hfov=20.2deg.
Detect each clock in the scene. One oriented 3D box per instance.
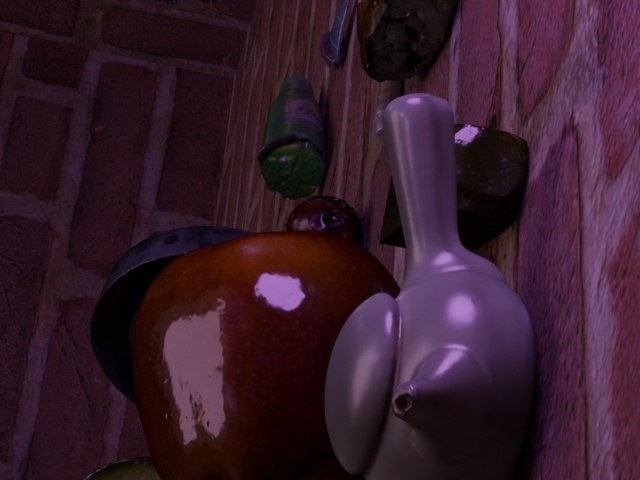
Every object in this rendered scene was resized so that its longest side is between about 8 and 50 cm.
[{"bbox_3d":[-0.125,0.115,2.243,0.066,0.318,0.319,-79,5,-47],"label":"clock"}]

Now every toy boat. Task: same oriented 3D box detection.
[{"bbox_3d":[0.030,-0.330,2.742,0.096,0.034,0.122,-99,22,-52],"label":"toy boat"}]

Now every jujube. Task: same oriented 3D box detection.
[{"bbox_3d":[-0.001,-0.004,2.290,0.166,0.104,0.104,124,156,-69],"label":"jujube"}]

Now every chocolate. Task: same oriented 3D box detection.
[{"bbox_3d":[-0.040,-0.176,2.806,0.291,0.110,0.110,-89,13,-61],"label":"chocolate"}]

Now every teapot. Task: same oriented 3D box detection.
[{"bbox_3d":[0.086,0.067,1.429,0.220,0.149,0.318,114,163,-53],"label":"teapot"}]

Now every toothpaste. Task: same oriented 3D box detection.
[{"bbox_3d":[0.086,-0.195,2.202,0.048,0.031,0.190,105,174,-47],"label":"toothpaste"}]

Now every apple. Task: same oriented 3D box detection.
[{"bbox_3d":[-0.042,0.137,1.801,0.288,0.288,0.317,112,159,-54],"label":"apple"}]

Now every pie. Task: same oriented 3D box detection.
[{"bbox_3d":[0.102,-0.347,2.032,0.355,0.103,0.288,107,170,-61],"label":"pie"}]

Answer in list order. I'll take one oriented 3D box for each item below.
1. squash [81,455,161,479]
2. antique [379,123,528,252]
[{"bbox_3d":[-0.135,0.352,2.005,0.210,0.309,0.234,-113,35,-75],"label":"squash"},{"bbox_3d":[0.117,-0.044,1.595,0.221,0.081,0.080,137,142,-77],"label":"antique"}]
